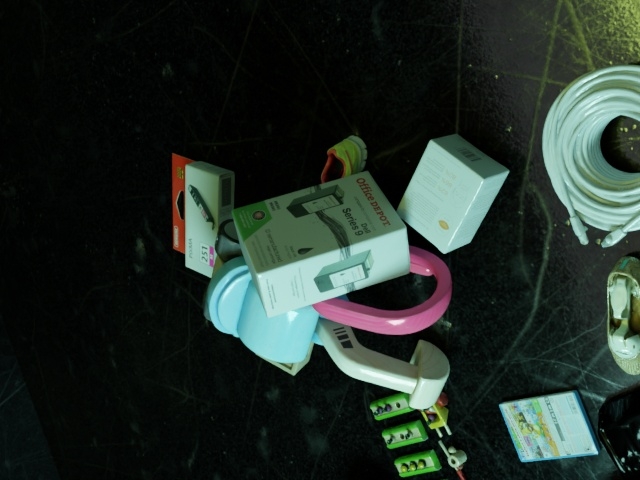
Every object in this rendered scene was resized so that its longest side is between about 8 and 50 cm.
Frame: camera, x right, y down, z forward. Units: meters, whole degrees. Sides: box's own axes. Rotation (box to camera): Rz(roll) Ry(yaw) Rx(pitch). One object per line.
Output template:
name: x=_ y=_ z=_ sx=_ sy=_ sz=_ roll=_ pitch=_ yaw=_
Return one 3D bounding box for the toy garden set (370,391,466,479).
toy garden set: x=0.215 y=0.437 z=1.700 sx=0.204 sy=0.049 sz=0.244 roll=-29 pitch=83 yaw=45

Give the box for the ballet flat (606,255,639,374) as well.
ballet flat: x=0.495 y=0.130 z=1.324 sx=0.073 sy=0.067 sz=0.206 roll=2 pitch=105 yaw=42

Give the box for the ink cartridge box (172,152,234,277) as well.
ink cartridge box: x=-0.316 y=-0.064 z=2.035 sx=0.239 sy=0.060 sz=0.275 roll=20 pitch=116 yaw=37

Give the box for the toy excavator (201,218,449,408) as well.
toy excavator: x=-0.004 y=0.176 z=1.677 sx=0.445 sy=0.433 sz=0.222 roll=-117 pitch=38 yaw=-50

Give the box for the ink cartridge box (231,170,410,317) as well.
ink cartridge box: x=0.000 y=0.000 z=1.546 sx=0.211 sy=0.289 sz=0.121 roll=-118 pitch=14 yaw=-48

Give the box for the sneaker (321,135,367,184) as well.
sneaker: x=0.034 y=-0.110 z=1.663 sx=0.082 sy=0.094 sz=0.208 roll=21 pitch=118 yaw=36

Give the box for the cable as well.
cable: x=0.470 y=-0.143 z=1.246 sx=0.257 sy=0.089 sz=0.257 roll=-32 pitch=80 yaw=43

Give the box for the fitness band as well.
fitness band: x=0.111 y=0.084 z=1.557 sx=0.291 sy=0.209 sz=0.054 roll=11 pitch=132 yaw=29

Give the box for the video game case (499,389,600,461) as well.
video game case: x=0.422 y=0.346 z=1.500 sx=0.166 sy=0.015 sz=0.119 roll=-23 pitch=88 yaw=45

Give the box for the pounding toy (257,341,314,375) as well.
pounding toy: x=-0.083 y=0.234 z=1.898 sx=0.130 sy=0.100 sz=0.141 roll=27 pitch=124 yaw=18

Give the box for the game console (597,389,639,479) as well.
game console: x=0.616 y=0.406 z=1.319 sx=0.213 sy=0.044 sz=0.361 roll=-38 pitch=76 yaw=45

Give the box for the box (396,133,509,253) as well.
box: x=0.238 y=-0.087 z=1.480 sx=0.130 sy=0.091 sz=0.170 roll=42 pitch=128 yaw=26
